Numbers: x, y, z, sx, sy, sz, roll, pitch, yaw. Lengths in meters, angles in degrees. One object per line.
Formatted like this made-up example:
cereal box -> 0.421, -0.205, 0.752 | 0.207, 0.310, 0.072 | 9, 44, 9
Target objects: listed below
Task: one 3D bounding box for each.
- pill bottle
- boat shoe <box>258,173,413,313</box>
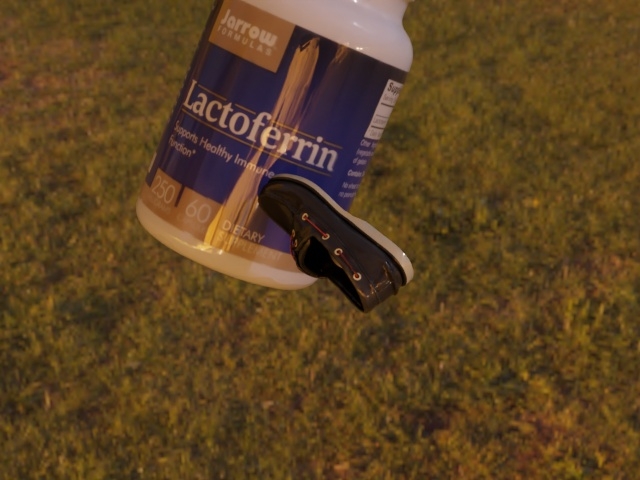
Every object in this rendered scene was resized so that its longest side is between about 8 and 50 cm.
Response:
pill bottle -> -0.023, -0.110, 0.769 | 0.153, 0.264, 0.153 | 22, 11, -4
boat shoe -> 0.000, -0.001, 0.655 | 0.042, 0.049, 0.133 | -38, 49, -18
